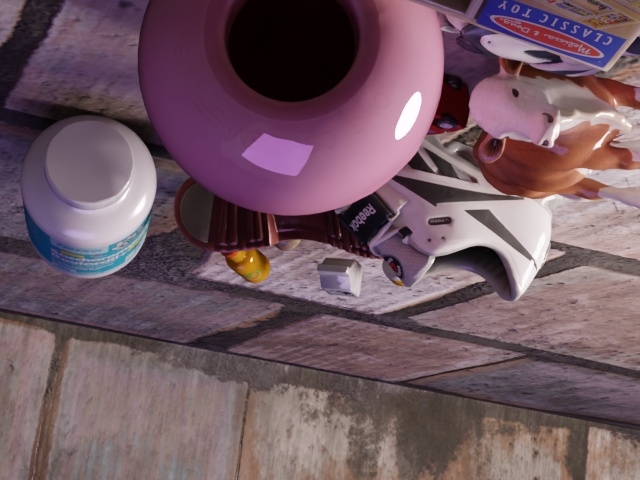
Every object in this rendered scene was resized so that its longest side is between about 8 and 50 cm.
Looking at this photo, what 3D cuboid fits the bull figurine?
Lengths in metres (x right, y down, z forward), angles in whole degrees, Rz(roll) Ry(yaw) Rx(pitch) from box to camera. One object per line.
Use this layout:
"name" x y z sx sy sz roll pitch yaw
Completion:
"bull figurine" 0.214 -0.092 1.112 0.188 0.101 0.310 12 177 3

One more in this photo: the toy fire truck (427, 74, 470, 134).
"toy fire truck" 0.027 -0.137 1.167 0.192 0.047 0.135 19 162 -41

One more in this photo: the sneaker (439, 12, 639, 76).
"sneaker" 0.156 -0.173 0.864 0.153 0.094 0.235 3 178 -17

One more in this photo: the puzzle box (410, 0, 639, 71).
"puzzle box" 0.009 -0.225 0.665 0.408 0.052 0.272 19 163 -1

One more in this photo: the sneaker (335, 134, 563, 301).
"sneaker" 0.074 -0.037 1.278 0.330 0.146 0.122 19 156 -3

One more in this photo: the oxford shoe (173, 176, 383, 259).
"oxford shoe" 0.020 -0.053 1.437 0.348 0.123 0.130 3 -167 8

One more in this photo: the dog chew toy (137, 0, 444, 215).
"dog chew toy" -0.022 -0.115 0.951 0.206 0.207 0.332 8 176 -1

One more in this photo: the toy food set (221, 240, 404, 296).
"toy food set" 0.000 0.000 1.578 0.232 0.111 0.104 5 166 19

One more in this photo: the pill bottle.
"pill bottle" -0.259 -0.051 1.442 0.146 0.146 0.264 9 166 -8
